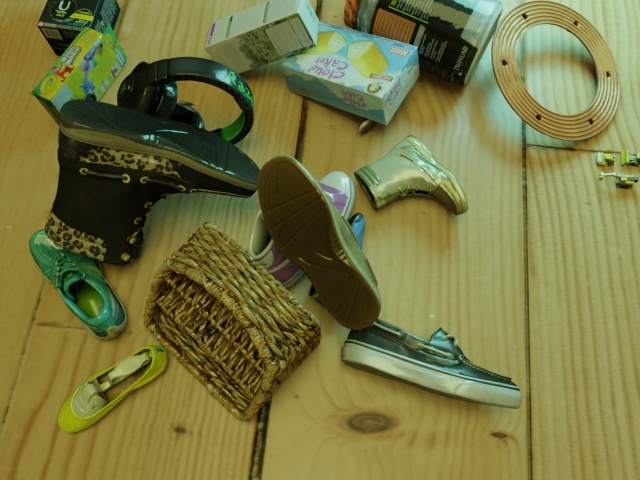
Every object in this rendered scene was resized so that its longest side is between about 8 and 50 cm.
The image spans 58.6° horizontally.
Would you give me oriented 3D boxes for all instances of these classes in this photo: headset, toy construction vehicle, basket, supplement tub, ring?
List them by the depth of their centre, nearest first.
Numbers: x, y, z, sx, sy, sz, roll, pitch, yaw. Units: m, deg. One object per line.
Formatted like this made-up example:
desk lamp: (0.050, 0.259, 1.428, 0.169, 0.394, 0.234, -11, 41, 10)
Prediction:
basket: (-0.173, 0.146, 1.024, 0.299, 0.213, 0.223, 42, 74, 14)
headset: (-0.330, -0.275, 1.179, 0.393, 0.243, 0.185, -12, 63, 13)
toy construction vehicle: (0.650, -0.160, 1.231, 0.098, 0.035, 0.086, 9, 70, 4)
supplement tub: (0.223, -0.494, 1.273, 0.315, 0.194, 0.194, 28, 72, 9)
ring: (0.524, -0.379, 1.274, 0.336, 0.032, 0.337, 3, 78, -16)

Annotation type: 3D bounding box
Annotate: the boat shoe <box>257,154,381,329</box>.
boat shoe: (0.000, 0.000, 1.036, 0.121, 0.110, 0.341, -26, 99, 17)

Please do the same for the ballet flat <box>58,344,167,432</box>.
ballet flat: (-0.391, 0.267, 1.052, 0.230, 0.077, 0.077, -34, 74, -11)

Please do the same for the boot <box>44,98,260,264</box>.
boot: (-0.328, -0.086, 1.102, 0.377, 0.284, 0.138, 13, 34, -28)

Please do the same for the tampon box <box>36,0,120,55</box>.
tampon box: (-0.560, -0.522, 1.333, 0.120, 0.101, 0.161, 8, 69, 2)

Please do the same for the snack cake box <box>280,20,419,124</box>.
snack cake box: (0.065, -0.372, 1.251, 0.264, 0.089, 0.152, 25, 70, 25)

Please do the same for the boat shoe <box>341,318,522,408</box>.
boat shoe: (0.207, 0.215, 1.046, 0.334, 0.121, 0.119, 16, 75, 8)

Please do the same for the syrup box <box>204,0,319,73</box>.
syrup box: (-0.130, -0.455, 1.258, 0.236, 0.093, 0.096, -11, 53, 22)

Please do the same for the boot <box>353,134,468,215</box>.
boot: (0.187, -0.105, 1.190, 0.165, 0.077, 0.213, -32, 68, -12)

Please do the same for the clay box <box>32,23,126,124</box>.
clay box: (-0.524, -0.365, 1.261, 0.053, 0.127, 0.222, 24, 71, 10)

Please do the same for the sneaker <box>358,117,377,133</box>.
sneaker: (0.107, -0.294, 1.278, 0.067, 0.042, 0.118, 40, 67, 10)

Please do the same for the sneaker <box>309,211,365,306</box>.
sneaker: (0.053, 0.044, 1.147, 0.082, 0.069, 0.209, 30, 67, -12)

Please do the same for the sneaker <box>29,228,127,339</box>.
sneaker: (-0.474, 0.071, 1.108, 0.107, 0.110, 0.275, -41, 74, -14)

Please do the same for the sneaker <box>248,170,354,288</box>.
sneaker: (-0.035, -0.051, 1.117, 0.102, 0.161, 0.282, 20, 68, 33)
